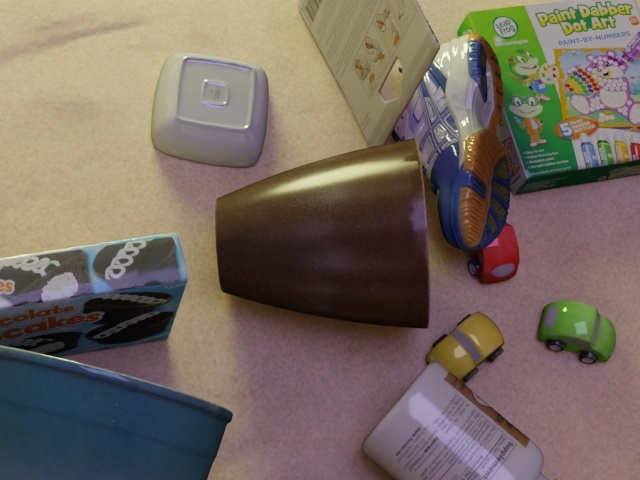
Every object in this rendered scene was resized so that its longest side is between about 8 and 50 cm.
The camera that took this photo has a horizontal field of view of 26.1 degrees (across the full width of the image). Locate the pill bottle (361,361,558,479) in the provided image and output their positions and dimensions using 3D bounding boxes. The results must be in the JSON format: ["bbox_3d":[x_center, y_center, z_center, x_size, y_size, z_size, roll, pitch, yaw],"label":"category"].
[{"bbox_3d":[0.170,0.252,1.508,0.229,0.131,0.131,40,64,6],"label":"pill bottle"}]

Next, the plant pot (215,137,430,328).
[{"bbox_3d":[0.000,0.000,1.557,0.230,0.215,0.215,-4,67,0],"label":"plant pot"}]

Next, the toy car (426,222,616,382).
[{"bbox_3d":[0.255,0.083,1.648,0.224,0.053,0.239,19,64,-5],"label":"toy car"}]

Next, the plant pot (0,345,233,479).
[{"bbox_3d":[-0.249,0.257,1.344,0.271,0.271,0.255,16,78,-6],"label":"plant pot"}]

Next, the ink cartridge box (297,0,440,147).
[{"bbox_3d":[0.071,-0.265,1.636,0.060,0.275,0.239,-21,73,-21],"label":"ink cartridge box"}]

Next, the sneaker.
[{"bbox_3d":[0.154,-0.110,1.683,0.131,0.112,0.297,-12,55,25],"label":"sneaker"}]

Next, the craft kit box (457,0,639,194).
[{"bbox_3d":[0.332,-0.196,1.793,0.249,0.061,0.247,-10,67,-18],"label":"craft kit box"}]

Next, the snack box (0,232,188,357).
[{"bbox_3d":[-0.310,0.075,1.440,0.321,0.187,0.060,-9,69,-17],"label":"snack box"}]

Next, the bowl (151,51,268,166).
[{"bbox_3d":[-0.130,-0.166,1.668,0.141,0.053,0.142,9,66,-9],"label":"bowl"}]
